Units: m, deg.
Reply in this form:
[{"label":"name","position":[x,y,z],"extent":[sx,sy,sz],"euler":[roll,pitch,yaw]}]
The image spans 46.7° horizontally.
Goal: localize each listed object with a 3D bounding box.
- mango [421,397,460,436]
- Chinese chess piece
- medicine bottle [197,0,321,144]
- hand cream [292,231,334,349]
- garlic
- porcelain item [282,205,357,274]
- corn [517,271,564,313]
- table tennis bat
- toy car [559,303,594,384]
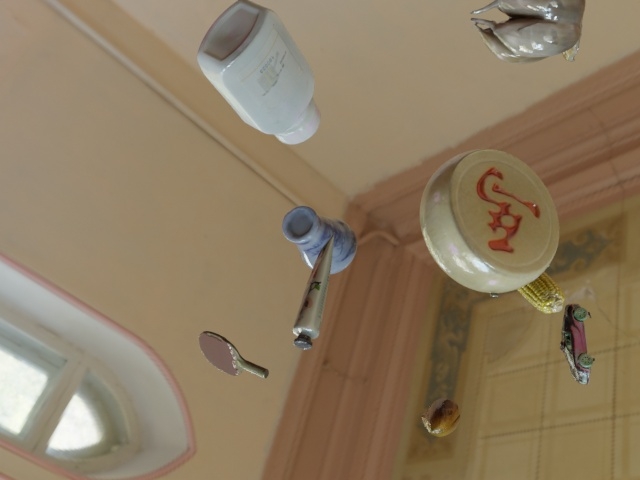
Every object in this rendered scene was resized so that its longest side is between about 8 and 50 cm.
[{"label":"mango","position":[0.239,0.351,1.458],"extent":[0.077,0.063,0.127],"euler":[-44,174,9]},{"label":"Chinese chess piece","position":[0.310,-0.036,1.352],"extent":[0.102,0.273,0.273],"euler":[-36,-154,57]},{"label":"medicine bottle","position":[-0.099,-0.297,1.376],"extent":[0.111,0.296,0.161],"euler":[32,-96,32]},{"label":"hand cream","position":[-0.009,0.096,1.425],"extent":[0.080,0.050,0.234],"euler":[129,-21,-57]},{"label":"garlic","position":[0.526,-0.539,1.820],"extent":[0.237,0.291,0.210],"euler":[-150,-116,-72]},{"label":"porcelain item","position":[0.000,0.000,1.755],"extent":[0.141,0.259,0.141],"euler":[-7,-108,22]},{"label":"corn","position":[0.425,0.076,1.522],"extent":[0.067,0.067,0.206],"euler":[-47,-136,11]},{"label":"table tennis bat","position":[-0.233,0.309,1.948],"extent":[0.234,0.131,0.022],"euler":[17,-141,32]},{"label":"toy car","position":[0.444,0.180,1.291],"extent":[0.055,0.069,0.142],"euler":[-3,-116,12]}]
